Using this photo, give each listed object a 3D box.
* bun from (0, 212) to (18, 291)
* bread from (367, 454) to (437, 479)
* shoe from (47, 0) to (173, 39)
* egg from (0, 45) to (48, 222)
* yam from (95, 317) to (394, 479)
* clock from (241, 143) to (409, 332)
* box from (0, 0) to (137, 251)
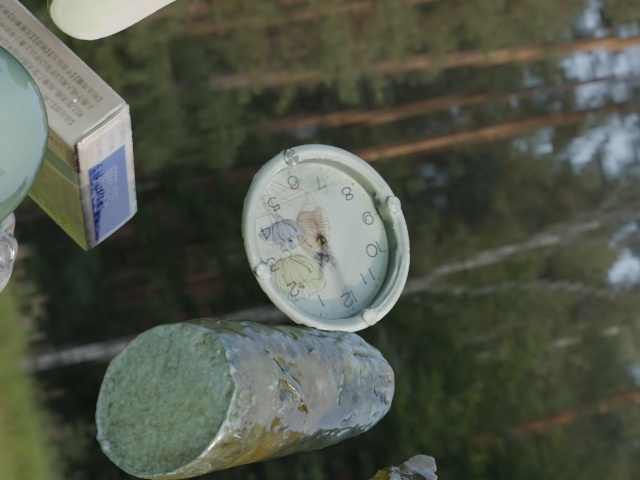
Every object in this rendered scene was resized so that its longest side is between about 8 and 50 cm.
[{"bbox_3d":[-0.415,0.006,2.235,0.120,0.173,0.172,13,-55,30],"label":"bun"},{"bbox_3d":[0.077,0.290,1.844,0.152,0.127,0.147,-37,147,-58],"label":"bread"},{"bbox_3d":[-0.109,-0.264,1.571,0.095,0.265,0.110,59,10,-50],"label":"shoe"},{"bbox_3d":[-0.286,-0.066,1.304,0.168,0.231,0.168,14,-68,39],"label":"egg"},{"bbox_3d":[-0.046,0.130,1.645,0.330,0.133,0.133,3,69,-55],"label":"yam"},{"bbox_3d":[0.000,0.000,2.329,0.053,0.236,0.236,-22,-100,55],"label":"clock"},{"bbox_3d":[-0.300,-0.159,1.683,0.343,0.065,0.200,43,-21,16],"label":"box"}]
